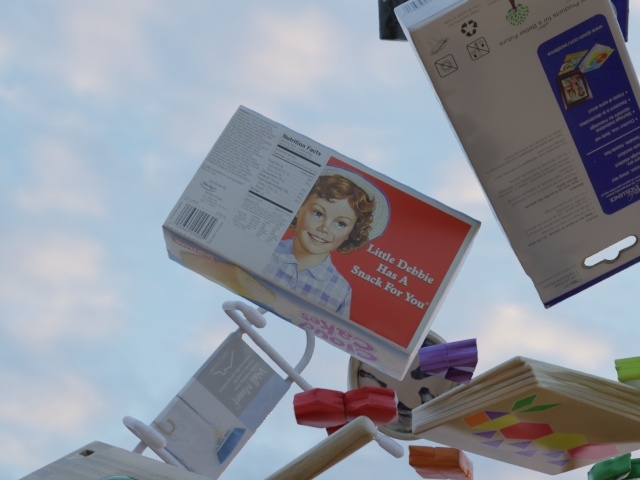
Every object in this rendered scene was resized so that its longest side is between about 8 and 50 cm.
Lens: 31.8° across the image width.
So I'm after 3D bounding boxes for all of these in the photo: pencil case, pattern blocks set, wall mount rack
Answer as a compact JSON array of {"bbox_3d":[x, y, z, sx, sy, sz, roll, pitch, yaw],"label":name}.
[{"bbox_3d":[0.136,0.214,1.717,0.183,0.160,0.410,9,-5,6],"label":"pencil case"},{"bbox_3d":[0.172,0.139,0.875,0.285,0.026,0.324,-24,-38,37],"label":"pattern blocks set"},{"bbox_3d":[-0.077,0.256,1.465,0.304,0.350,0.130,46,-19,-16],"label":"wall mount rack"}]

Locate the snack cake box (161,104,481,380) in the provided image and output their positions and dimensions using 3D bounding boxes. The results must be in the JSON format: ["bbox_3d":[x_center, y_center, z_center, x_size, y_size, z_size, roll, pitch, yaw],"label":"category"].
[{"bbox_3d":[0.000,0.000,1.083,0.264,0.152,0.089,27,-22,9],"label":"snack cake box"}]

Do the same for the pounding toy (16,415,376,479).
[{"bbox_3d":[-0.057,0.138,0.449,0.130,0.100,0.141,10,-71,33],"label":"pounding toy"}]

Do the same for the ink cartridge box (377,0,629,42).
[{"bbox_3d":[0.183,-0.304,1.225,0.069,0.176,0.371,-11,15,-31],"label":"ink cartridge box"}]

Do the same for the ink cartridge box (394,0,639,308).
[{"bbox_3d":[0.208,-0.102,1.012,0.165,0.065,0.333,-27,-59,5],"label":"ink cartridge box"}]
